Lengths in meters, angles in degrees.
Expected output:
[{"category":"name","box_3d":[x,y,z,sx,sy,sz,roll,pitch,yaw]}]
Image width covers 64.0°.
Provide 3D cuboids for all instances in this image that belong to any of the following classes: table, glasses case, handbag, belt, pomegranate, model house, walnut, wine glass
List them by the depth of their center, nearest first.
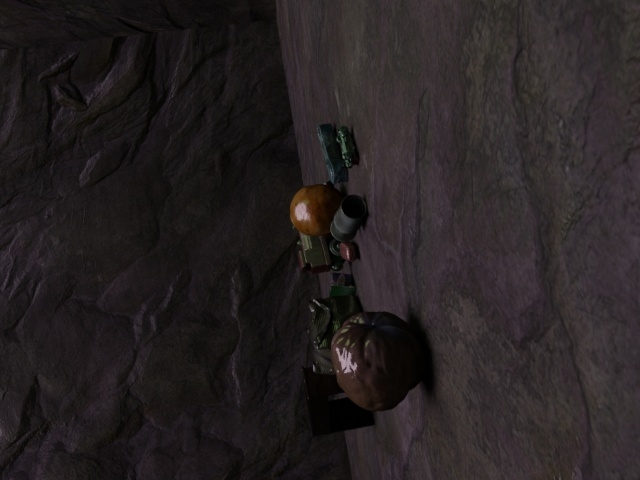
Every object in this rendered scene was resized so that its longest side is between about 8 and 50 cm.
[{"category":"walnut","box_3d":[0.144,0.306,1.312,0.248,0.249,0.248,171,90,-84]},{"category":"wine glass","box_3d":[0.098,-0.077,1.795,0.231,0.103,0.103,109,152,-72]},{"category":"belt","box_3d":[0.046,-0.354,2.048,0.087,0.072,0.302,83,174,-59]},{"category":"glasses case","box_3d":[0.115,0.041,2.066,0.194,0.049,0.073,-145,47,-82]},{"category":"pomegranate","box_3d":[-0.007,-0.119,2.128,0.248,0.249,0.247,171,90,-84]},{"category":"handbag","box_3d":[0.071,0.395,2.135,0.340,0.241,0.247,-103,12,-49]},{"category":"table","box_3d":[0.078,0.686,2.264,0.196,0.282,0.250,-110,12,-61]},{"category":"model house","box_3d":[0.100,0.196,2.264,0.167,0.117,0.088,89,-173,-61]}]

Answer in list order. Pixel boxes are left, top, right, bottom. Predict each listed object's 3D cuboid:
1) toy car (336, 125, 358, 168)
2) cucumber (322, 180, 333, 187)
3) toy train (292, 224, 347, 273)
[{"category":"toy car","box_3d":[0.091,-0.317,1.741,0.073,0.054,0.143,89,172,-66]},{"category":"cucumber","box_3d":[0.042,-0.224,2.389,0.048,0.048,0.105,125,134,-82]},{"category":"toy train","box_3d":[0.000,0.000,2.278,0.150,0.222,0.304,95,165,-67]}]
